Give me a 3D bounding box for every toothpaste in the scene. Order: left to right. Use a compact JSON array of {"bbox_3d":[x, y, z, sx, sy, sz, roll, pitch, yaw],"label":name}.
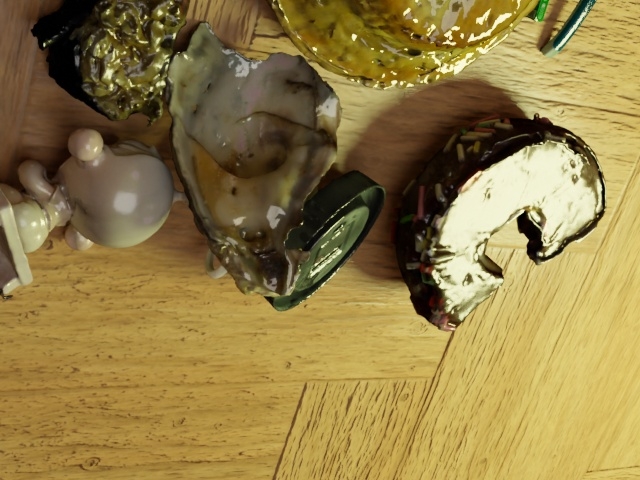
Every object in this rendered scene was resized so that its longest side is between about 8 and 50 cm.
[{"bbox_3d":[0.305,-0.342,1.371,0.017,0.020,0.083,-2,120,-32],"label":"toothpaste"}]

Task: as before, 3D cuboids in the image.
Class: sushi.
[{"bbox_3d":[-0.217,-0.238,1.062,0.147,0.115,0.213,12,113,-36],"label":"sushi"}]

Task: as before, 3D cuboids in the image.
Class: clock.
[{"bbox_3d":[0.000,0.000,1.321,0.215,0.042,0.215,-44,164,-16],"label":"clock"}]

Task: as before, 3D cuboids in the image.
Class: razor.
[{"bbox_3d":[0.368,-0.339,1.400,0.068,0.037,0.191,15,110,-38],"label":"razor"}]

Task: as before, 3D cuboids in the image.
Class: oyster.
[{"bbox_3d":[-0.082,-0.101,1.168,0.271,0.275,0.100,-53,177,-11],"label":"oyster"}]

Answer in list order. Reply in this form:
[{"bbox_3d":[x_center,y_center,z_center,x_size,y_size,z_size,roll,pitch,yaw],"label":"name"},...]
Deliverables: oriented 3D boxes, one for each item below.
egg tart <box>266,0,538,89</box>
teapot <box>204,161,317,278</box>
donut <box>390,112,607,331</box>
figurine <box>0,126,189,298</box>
[{"bbox_3d":[0.135,-0.368,1.150,0.443,0.178,0.443,-14,125,-21],"label":"egg tart"},{"bbox_3d":[-0.080,-0.049,1.279,0.145,0.092,0.226,28,103,-37],"label":"teapot"},{"bbox_3d":[0.239,-0.046,1.447,0.345,0.136,0.259,-40,129,-5],"label":"donut"},{"bbox_3d":[-0.269,-0.047,1.137,0.256,0.144,0.182,-21,124,-22],"label":"figurine"}]
